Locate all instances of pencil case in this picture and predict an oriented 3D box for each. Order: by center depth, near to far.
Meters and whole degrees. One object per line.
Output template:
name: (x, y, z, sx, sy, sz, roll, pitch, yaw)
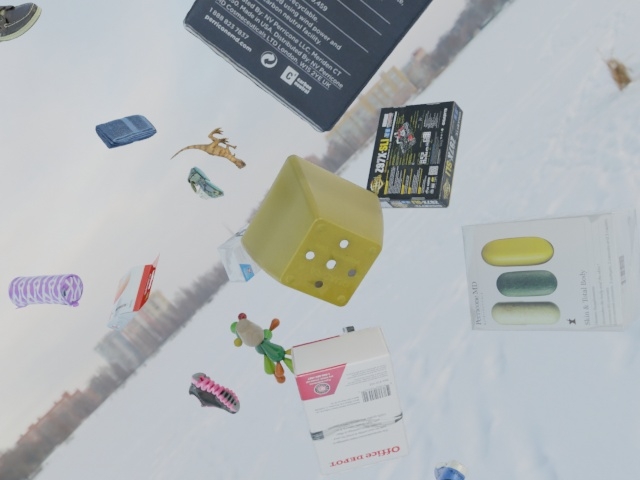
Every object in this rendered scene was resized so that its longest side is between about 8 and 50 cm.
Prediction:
pencil case: (-0.719, 0.134, 1.819, 0.206, 0.088, 0.086, -2, 12, 24)

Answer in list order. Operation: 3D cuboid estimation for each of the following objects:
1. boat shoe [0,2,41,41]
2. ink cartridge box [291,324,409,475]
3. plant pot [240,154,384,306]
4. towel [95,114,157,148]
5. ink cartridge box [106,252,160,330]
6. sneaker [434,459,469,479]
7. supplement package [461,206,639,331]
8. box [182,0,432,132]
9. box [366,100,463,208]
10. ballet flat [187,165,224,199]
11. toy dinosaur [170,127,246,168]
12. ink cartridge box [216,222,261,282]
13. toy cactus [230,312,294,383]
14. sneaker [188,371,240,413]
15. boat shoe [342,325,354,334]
boat shoe: (-0.525, -0.359, 1.136, 0.152, 0.049, 0.056, -14, 54, 24)
ink cartridge box: (0.056, 0.295, 1.269, 0.172, 0.237, 0.100, -13, 26, -1)
plant pot: (0.000, 0.000, 1.294, 0.212, 0.212, 0.187, -59, 25, 17)
towel: (-0.417, -0.238, 1.487, 0.119, 0.067, 0.029, -29, -22, -43)
ink cartridge box: (-0.457, 0.121, 1.688, 0.179, 0.045, 0.145, -44, 31, 43)
sneaker: (0.247, 0.496, 1.394, 0.084, 0.058, 0.152, -53, -8, -24)
supplement package: (0.424, 0.052, 1.259, 0.262, 0.199, 0.198, -5, 2, 35)
box: (0.059, -0.375, 0.829, 0.395, 0.212, 0.293, -50, 10, 26)
box: (0.285, -0.260, 2.119, 0.257, 0.079, 0.322, 0, 73, 35)
ballet flat: (-0.347, -0.158, 2.077, 0.070, 0.070, 0.188, -45, 41, -3)
toy dinosaur: (-0.310, -0.264, 1.973, 0.064, 0.211, 0.112, 102, -178, -54)
ink cartridge box: (-0.180, 0.022, 1.818, 0.060, 0.104, 0.180, -4, 25, 36)
toy cactus: (-0.123, 0.216, 1.503, 0.112, 0.219, 0.180, -44, -34, -8)
sneaker: (-0.216, 0.318, 1.394, 0.057, 0.119, 0.047, -63, -15, 18)
boat shoe: (0.104, 0.327, 2.268, 0.040, 0.049, 0.142, -19, -40, 0)
